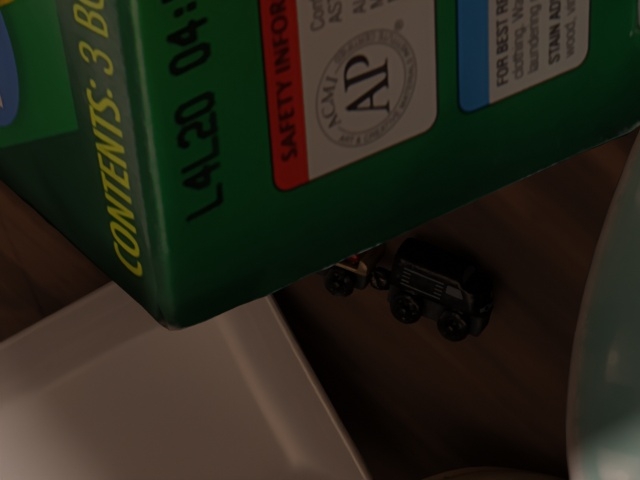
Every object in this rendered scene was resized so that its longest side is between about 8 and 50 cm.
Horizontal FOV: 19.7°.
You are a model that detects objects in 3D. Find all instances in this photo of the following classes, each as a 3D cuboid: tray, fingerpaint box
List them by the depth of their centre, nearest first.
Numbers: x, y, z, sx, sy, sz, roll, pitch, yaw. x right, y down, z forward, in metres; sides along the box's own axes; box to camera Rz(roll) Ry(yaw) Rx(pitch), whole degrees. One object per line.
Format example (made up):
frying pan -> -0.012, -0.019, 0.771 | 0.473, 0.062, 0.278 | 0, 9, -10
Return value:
fingerpaint box -> -0.095, -0.261, 0.462 | 0.371, 0.163, 0.445 | 37, 141, 44
tray -> -0.123, 0.116, 0.837 | 0.270, 0.030, 0.145 | -28, 90, 4

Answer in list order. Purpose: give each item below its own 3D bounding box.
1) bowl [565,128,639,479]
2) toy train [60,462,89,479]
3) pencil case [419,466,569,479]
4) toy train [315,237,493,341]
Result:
bowl -> 0.220, -0.004, 0.505 | 0.163, 0.311, 0.311 | 26, 135, -16
toy train -> -0.116, 0.149, 0.928 | 0.105, 0.080, 0.184 | 34, 135, 17
pencil case -> 0.037, 0.279, 0.872 | 0.183, 0.160, 0.410 | 26, 132, -1
toy train -> 0.000, 0.000, 0.785 | 0.158, 0.027, 0.036 | 21, 122, 16
